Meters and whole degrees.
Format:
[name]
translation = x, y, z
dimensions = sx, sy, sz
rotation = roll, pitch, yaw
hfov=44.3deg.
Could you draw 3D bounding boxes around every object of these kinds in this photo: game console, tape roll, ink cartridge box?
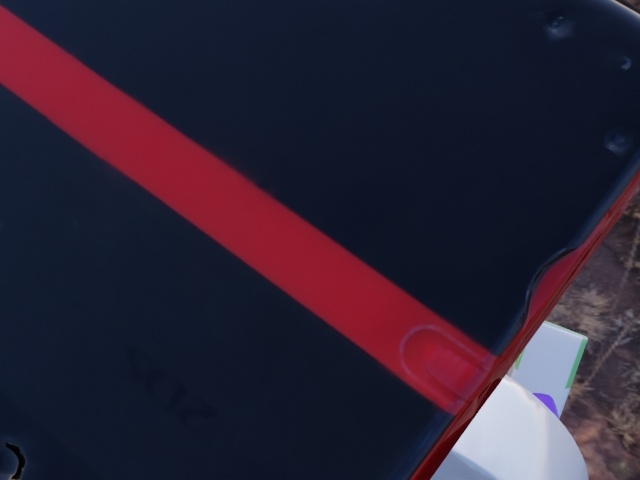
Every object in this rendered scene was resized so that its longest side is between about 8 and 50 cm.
[game console]
translation = -0.089, -0.038, 0.359
dimensions = 0.386, 0.060, 0.342
rotation = 35, 90, 11
[tape roll]
translation = 0.095, 0.227, 0.724
dimensions = 0.286, 0.286, 0.100
rotation = 40, 46, -3
[ink cartridge box]
translation = 0.448, 0.265, 1.630
dimensions = 0.114, 0.273, 0.199
rotation = 19, 90, 11

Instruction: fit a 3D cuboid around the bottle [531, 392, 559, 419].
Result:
[bottle]
translation = 0.213, 0.294, 1.178
dimensions = 0.282, 0.118, 0.092
rotation = -5, 124, 6
